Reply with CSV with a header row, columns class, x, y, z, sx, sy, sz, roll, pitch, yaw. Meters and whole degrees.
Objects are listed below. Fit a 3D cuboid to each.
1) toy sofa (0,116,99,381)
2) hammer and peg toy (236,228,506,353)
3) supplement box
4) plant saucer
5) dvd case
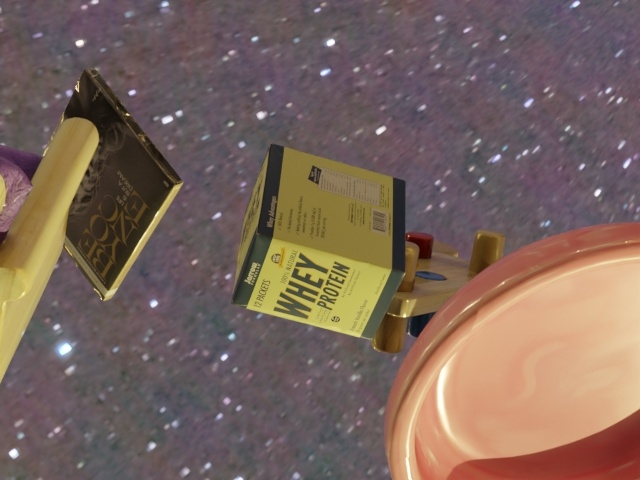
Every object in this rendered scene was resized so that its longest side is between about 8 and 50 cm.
class,x,y,z,sx,sy,sz,roll,pitch,yaw
toy sofa,-0.327,-0.060,0.730,0.362,0.150,0.177,17,-50,-4
hammer and peg toy,0.111,0.029,1.496,0.266,0.361,0.127,18,-75,38
supplement box,0.000,0.000,0.691,0.083,0.083,0.056,15,-50,-9
plant saucer,0.207,0.113,0.949,0.332,0.084,0.332,-5,-53,-7
dvd case,-0.243,-0.056,1.337,0.164,0.018,0.221,51,-45,13
